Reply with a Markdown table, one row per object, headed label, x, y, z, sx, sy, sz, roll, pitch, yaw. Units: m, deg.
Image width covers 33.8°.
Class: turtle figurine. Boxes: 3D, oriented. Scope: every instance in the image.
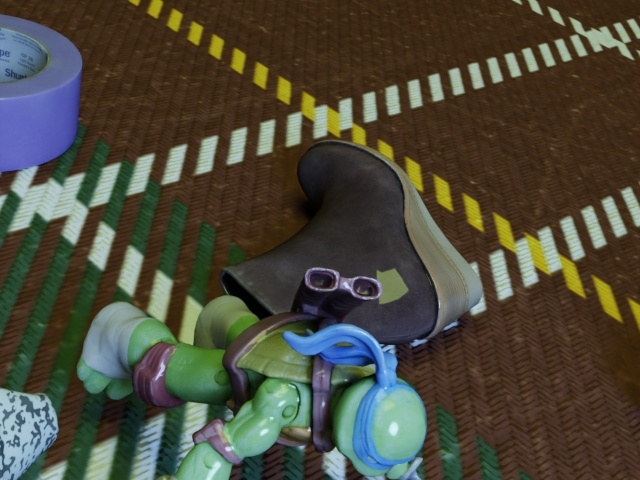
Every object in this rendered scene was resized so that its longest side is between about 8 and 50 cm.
| label | x | y | z | sx | sy | sz | roll | pitch | yaw |
| --- | --- | --- | --- | --- | --- | --- | --- | --- | --- |
| turtle figurine | -0.036 | 0.143 | 0.676 | 0.198 | 0.275 | 0.266 | -36 | 33 | -23 |

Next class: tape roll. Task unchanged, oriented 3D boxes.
| label | x | y | z | sx | sy | sz | roll | pitch | yaw |
| --- | --- | --- | --- | --- | --- | --- | --- | --- | --- |
| tape roll | -0.331 | -0.149 | 1.027 | 0.189 | 0.080 | 0.189 | 9 | 33 | -6 |

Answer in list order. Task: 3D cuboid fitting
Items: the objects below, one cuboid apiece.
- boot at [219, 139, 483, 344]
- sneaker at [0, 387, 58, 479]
| label | x | y | z | sx | sy | sz | roll | pitch | yaw |
| --- | --- | --- | --- | --- | --- | --- | --- | --- | --- |
| boot | 0.000 | 0.000 | 0.907 | 0.207 | 0.090 | 0.248 | -13 | 45 | -37 |
| sneaker | -0.336 | 0.068 | 0.656 | 0.410 | 0.158 | 0.182 | 33 | 34 | 15 |
